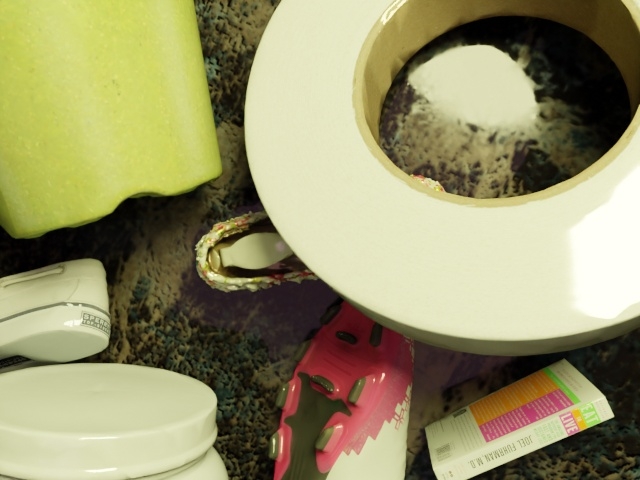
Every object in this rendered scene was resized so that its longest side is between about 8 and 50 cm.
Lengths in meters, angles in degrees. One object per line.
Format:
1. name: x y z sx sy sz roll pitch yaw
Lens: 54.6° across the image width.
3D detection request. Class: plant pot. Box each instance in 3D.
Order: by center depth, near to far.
1. plant pot: -0.201 -0.146 0.497 0.276 0.276 0.253 -15 102 6

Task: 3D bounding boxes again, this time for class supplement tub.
1. supplement tub: -0.195 0.277 0.504 0.229 0.228 0.315 6 93 6

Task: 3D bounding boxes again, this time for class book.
1. book: 0.161 0.155 0.529 0.144 0.096 0.035 -25 89 7

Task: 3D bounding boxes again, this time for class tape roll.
1. tape roll: 0.131 -0.111 0.466 0.393 0.072 0.391 -6 69 16

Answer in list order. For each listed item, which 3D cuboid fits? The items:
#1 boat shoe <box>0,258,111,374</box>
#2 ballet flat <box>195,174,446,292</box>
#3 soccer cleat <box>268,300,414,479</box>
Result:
1. boat shoe: -0.318 0.078 0.584 0.268 0.096 0.088 -17 59 18
2. ballet flat: 0.000 0.000 0.552 0.241 0.077 0.091 -17 89 6
3. soccer cleat: 0.025 0.210 0.551 0.143 0.116 0.331 27 78 -36
